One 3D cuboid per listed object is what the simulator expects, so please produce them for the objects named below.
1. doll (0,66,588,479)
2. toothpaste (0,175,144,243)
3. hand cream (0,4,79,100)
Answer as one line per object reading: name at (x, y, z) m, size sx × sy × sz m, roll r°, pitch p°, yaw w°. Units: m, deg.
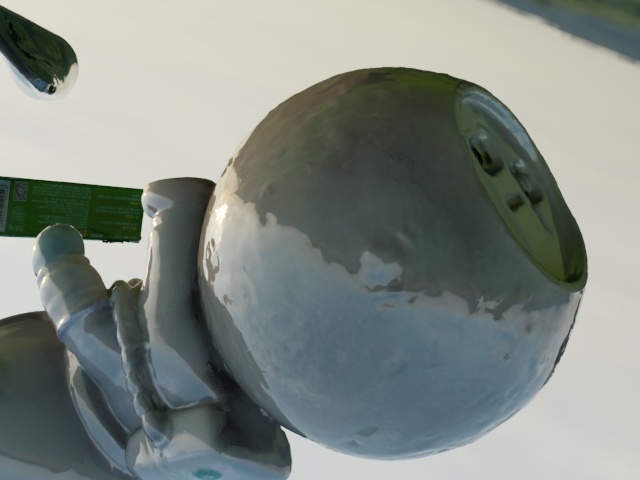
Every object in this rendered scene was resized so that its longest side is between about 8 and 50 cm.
doll at (-0.041, 0.046, 0.614) m, size 0.151 × 0.287 × 0.151 m, roll 46°, pitch -153°, yaw -32°
toothpaste at (-0.192, -0.021, 1.131) m, size 0.037 × 0.043 × 0.178 m, roll 5°, pitch -179°, yaw 31°
hand cream at (-0.193, -0.123, 1.047) m, size 0.083 × 0.048 × 0.224 m, roll 51°, pitch 179°, yaw -4°
